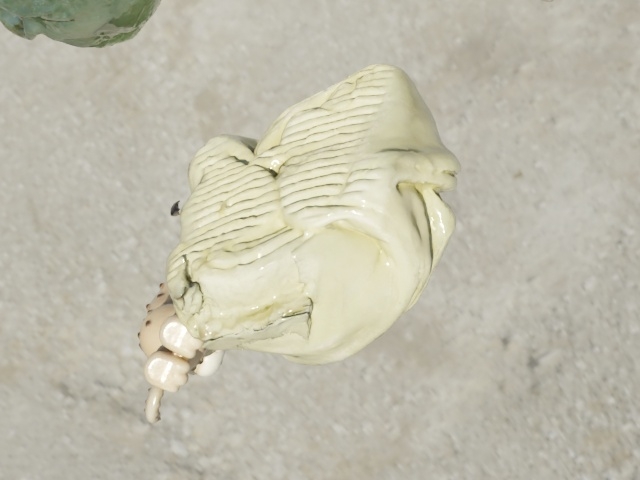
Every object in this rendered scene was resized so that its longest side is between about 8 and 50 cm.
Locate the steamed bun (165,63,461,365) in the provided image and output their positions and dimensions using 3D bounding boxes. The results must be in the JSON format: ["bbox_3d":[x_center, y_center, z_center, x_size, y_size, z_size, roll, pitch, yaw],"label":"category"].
[{"bbox_3d":[0.000,0.000,1.549,0.394,0.237,0.347,-45,34,-19],"label":"steamed bun"}]

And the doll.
[{"bbox_3d":[-0.164,0.114,1.630,0.278,0.119,0.154,-75,9,-75],"label":"doll"}]

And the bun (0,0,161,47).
[{"bbox_3d":[-0.252,-0.253,1.260,0.126,0.204,0.212,-59,9,-13],"label":"bun"}]
